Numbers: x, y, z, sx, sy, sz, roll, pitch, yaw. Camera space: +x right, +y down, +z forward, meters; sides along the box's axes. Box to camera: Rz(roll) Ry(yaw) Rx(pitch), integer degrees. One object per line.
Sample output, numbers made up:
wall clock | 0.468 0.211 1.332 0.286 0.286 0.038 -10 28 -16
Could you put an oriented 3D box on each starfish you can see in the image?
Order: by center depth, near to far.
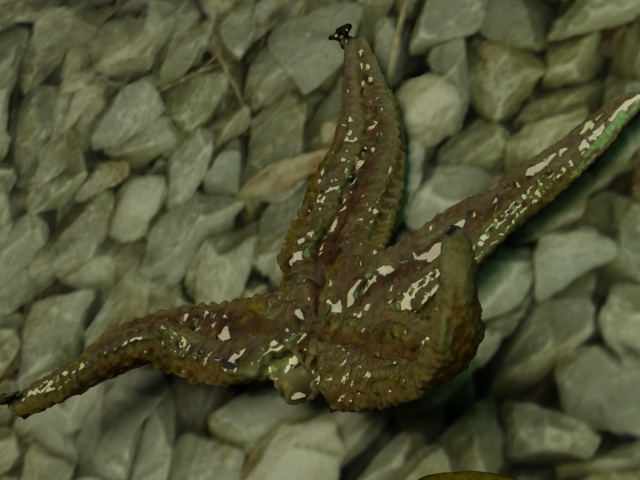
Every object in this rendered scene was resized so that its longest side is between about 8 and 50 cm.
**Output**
starfish | 0.008 0.008 1.216 0.398 0.132 0.383 4 56 54

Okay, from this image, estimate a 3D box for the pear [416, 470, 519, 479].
pear | 0.094 0.206 1.000 0.141 0.141 0.104 -11 38 32
